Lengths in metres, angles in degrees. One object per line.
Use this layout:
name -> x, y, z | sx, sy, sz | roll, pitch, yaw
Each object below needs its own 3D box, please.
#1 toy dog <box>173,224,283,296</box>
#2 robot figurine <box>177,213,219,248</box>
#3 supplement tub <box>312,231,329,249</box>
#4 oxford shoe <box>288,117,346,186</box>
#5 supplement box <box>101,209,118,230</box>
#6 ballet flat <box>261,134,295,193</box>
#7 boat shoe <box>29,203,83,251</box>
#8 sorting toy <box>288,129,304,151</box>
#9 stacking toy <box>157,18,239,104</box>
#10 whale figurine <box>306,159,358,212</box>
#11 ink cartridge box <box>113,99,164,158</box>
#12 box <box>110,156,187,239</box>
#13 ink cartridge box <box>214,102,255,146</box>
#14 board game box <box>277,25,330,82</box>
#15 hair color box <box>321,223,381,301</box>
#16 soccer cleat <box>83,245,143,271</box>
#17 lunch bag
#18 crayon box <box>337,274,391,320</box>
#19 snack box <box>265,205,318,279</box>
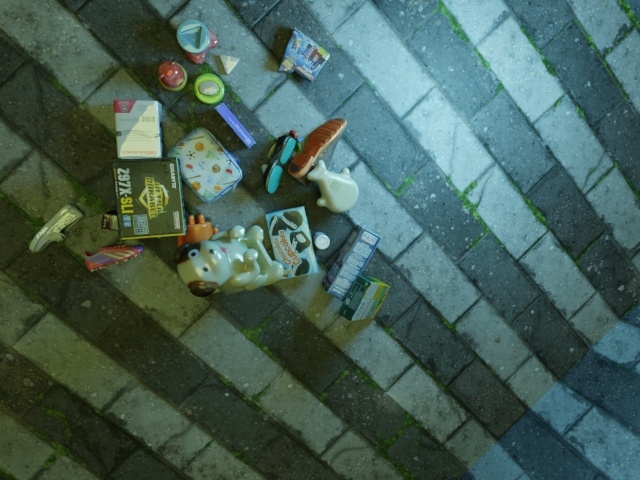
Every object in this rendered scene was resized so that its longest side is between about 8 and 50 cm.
toy dog -> -0.421, 0.095, 1.757 | 0.395, 0.408, 0.284 | -26, 78, 19
robot figurine -> -0.546, -0.008, 1.868 | 0.158, 0.128, 0.219 | -19, 108, -52
supplement tub -> 0.000, 0.000, 1.977 | 0.071, 0.107, 0.071 | -2, 99, -10
oxford shoe -> 0.004, -0.408, 1.920 | 0.363, 0.130, 0.133 | -49, 137, -6
supplement box -> -0.799, -0.072, 1.808 | 0.239, 0.130, 0.073 | 11, 97, -11
ballet flat -> -0.204, -0.347, 1.891 | 0.096, 0.095, 0.280 | 22, 84, 31
boat shoe -> -1.121, -0.037, 1.774 | 0.084, 0.095, 0.258 | 42, 92, -10
sorting toy -> -0.106, -0.460, 1.911 | 0.042, 0.061, 0.102 | -34, 115, -38
stacking toy -> -0.509, -0.736, 1.744 | 0.279, 0.130, 0.309 | 29, 94, -13
whale figurine -> 0.047, -0.249, 1.910 | 0.272, 0.141, 0.216 | 38, 88, -28
ink cartridge box -> -0.761, -0.462, 1.761 | 0.172, 0.100, 0.237 | -2, 99, -10
box -> -0.699, -0.173, 1.713 | 0.257, 0.079, 0.322 | -4, 96, -9
ink cartridge box -> -0.357, -0.485, 1.775 | 0.045, 0.208, 0.206 | -40, 104, 2
board game box -> -0.093, -0.797, 1.845 | 0.194, 0.060, 0.194 | 35, 93, -14
hair color box -> 0.142, 0.100, 1.987 | 0.105, 0.174, 0.347 | 29, 93, -11
soccer cleat -> -0.913, 0.058, 1.839 | 0.248, 0.083, 0.095 | -19, 98, -4
lunch bag -> -0.494, -0.326, 1.830 | 0.243, 0.115, 0.303 | -40, 103, -4
crayon box -> 0.218, 0.280, 2.010 | 0.083, 0.323, 0.203 | 30, 94, 27
snack box -> -0.133, 0.011, 1.962 | 0.187, 0.060, 0.322 | -11, 102, 5
